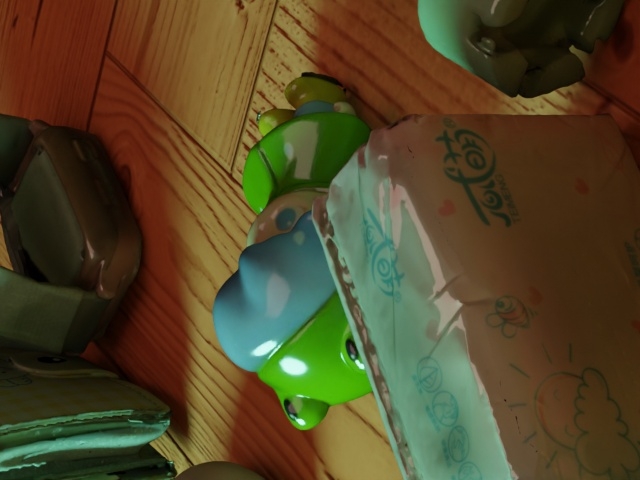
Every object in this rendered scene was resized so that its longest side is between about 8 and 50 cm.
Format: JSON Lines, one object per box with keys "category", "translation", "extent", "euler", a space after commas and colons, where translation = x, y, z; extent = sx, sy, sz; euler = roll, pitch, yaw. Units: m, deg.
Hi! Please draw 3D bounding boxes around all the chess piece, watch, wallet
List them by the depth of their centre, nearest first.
{"category": "chess piece", "translation": [0.056, -0.211, 1.202], "extent": [0.299, 0.194, 0.195], "euler": [40, 124, 37]}
{"category": "wallet", "translation": [-0.284, 0.149, 1.653], "extent": [0.309, 0.223, 0.077], "euler": [21, 113, 55]}
{"category": "watch", "translation": [-0.315, -0.018, 1.680], "extent": [0.162, 0.241, 0.253], "euler": [-58, 47, 37]}

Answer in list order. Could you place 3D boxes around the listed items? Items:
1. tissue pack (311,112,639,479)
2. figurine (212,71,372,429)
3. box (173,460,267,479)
{"category": "tissue pack", "translation": [0.130, 0.065, 1.073], "extent": [0.124, 0.201, 0.271], "euler": [-44, 58, 43]}
{"category": "figurine", "translation": [0.000, 0.000, 1.325], "extent": [0.162, 0.143, 0.263], "euler": [-42, 40, 39]}
{"category": "box", "translation": [-0.080, 0.277, 1.479], "extent": [0.146, 0.088, 0.200], "euler": [25, 112, 54]}
